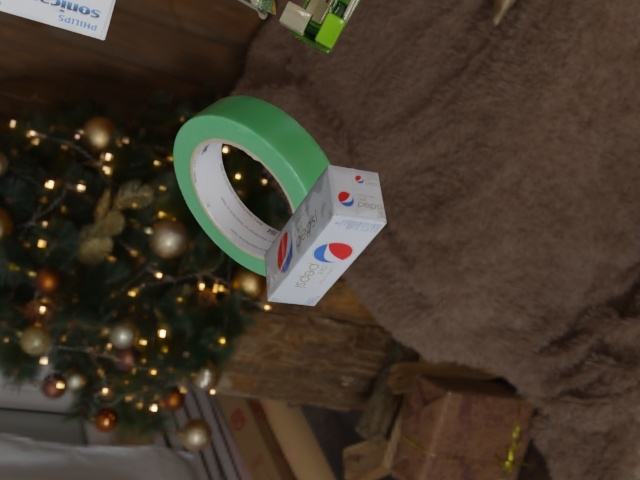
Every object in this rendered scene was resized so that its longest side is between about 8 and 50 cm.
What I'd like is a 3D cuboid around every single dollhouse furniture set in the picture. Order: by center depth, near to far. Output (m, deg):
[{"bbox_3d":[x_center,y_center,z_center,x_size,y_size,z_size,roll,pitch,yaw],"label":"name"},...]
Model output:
[{"bbox_3d":[-0.076,-0.485,1.613,0.151,0.301,0.197,-62,3,7],"label":"dollhouse furniture set"}]

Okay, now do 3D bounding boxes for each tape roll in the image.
[{"bbox_3d":[-0.108,-0.085,1.481,0.321,0.077,0.321,28,140,26],"label":"tape roll"}]

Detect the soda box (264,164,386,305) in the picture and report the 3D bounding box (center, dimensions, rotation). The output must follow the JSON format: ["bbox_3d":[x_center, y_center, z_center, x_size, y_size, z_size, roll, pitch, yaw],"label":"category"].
[{"bbox_3d":[0.000,0.000,1.075,0.216,0.069,0.074,129,142,-50],"label":"soda box"}]

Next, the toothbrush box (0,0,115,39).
[{"bbox_3d":[-0.406,-0.448,1.326,0.283,0.206,0.122,-98,28,-46],"label":"toothbrush box"}]
